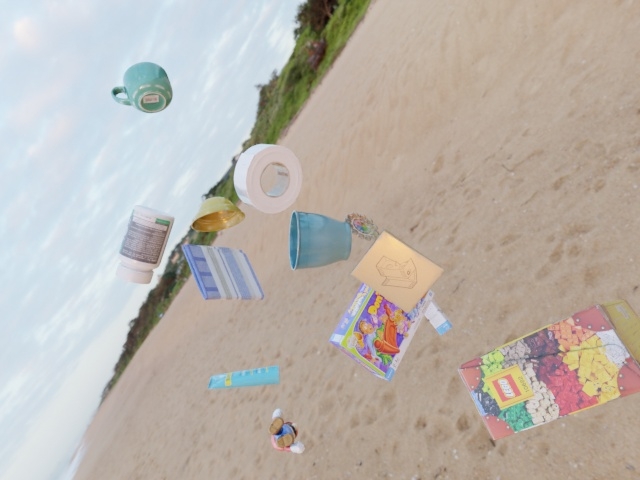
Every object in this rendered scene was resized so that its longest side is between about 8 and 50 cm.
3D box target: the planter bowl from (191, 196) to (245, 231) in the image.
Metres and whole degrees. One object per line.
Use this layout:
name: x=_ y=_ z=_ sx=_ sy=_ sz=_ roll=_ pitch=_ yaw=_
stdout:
planter bowl: x=-0.420 y=-0.117 z=1.800 sx=0.217 sy=0.217 sz=0.090 roll=-38 pitch=64 yaw=56

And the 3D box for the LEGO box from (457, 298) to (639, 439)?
LEGO box: x=0.667 y=0.329 z=1.208 sx=0.372 sy=0.500 sz=0.193 roll=-38 pitch=63 yaw=32

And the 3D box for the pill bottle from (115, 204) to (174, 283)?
pill bottle: x=-0.877 y=0.021 z=2.215 sx=0.204 sy=0.204 sz=0.361 roll=-153 pitch=82 yaw=-79

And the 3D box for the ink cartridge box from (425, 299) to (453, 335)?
ink cartridge box: x=0.484 y=0.310 z=1.904 sx=0.060 sy=0.180 sz=0.104 roll=-40 pitch=-15 yaw=13

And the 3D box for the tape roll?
tape roll: x=-0.215 y=-0.259 z=1.862 sx=0.100 sy=0.286 sz=0.286 roll=20 pitch=74 yaw=48

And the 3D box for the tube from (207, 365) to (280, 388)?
tube: x=-0.223 y=0.408 z=1.314 sx=0.080 sy=0.207 sz=0.052 roll=-159 pitch=64 yaw=-84

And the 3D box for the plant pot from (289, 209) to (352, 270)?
plant pot: x=0.000 y=0.000 z=2.034 sx=0.271 sy=0.255 sz=0.271 roll=180 pitch=90 yaw=-77

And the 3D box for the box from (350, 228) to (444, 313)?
box: x=0.212 y=0.086 z=1.238 sx=0.164 sy=0.201 sz=0.021 roll=-55 pitch=1 yaw=21

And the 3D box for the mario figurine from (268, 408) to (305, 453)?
mario figurine: x=-0.155 y=0.898 z=2.109 sx=0.320 sy=0.170 sz=0.198 roll=90 pitch=180 yaw=-65

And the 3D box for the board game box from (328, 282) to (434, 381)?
board game box: x=0.214 y=0.257 z=1.503 sx=0.347 sy=0.233 sz=0.078 roll=-58 pitch=20 yaw=-19

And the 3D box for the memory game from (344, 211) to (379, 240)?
memory game: x=0.193 y=-0.064 z=2.083 sx=0.012 sy=0.186 sz=0.186 roll=-52 pitch=8 yaw=-28

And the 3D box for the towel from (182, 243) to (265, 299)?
towel: x=-0.310 y=0.107 z=1.454 sx=0.034 sy=0.209 sz=0.285 roll=-38 pitch=-23 yaw=22

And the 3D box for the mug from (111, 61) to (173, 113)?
mug: x=-0.510 y=-0.429 z=1.303 sx=0.158 sy=0.097 sz=0.129 roll=-34 pitch=-26 yaw=19
